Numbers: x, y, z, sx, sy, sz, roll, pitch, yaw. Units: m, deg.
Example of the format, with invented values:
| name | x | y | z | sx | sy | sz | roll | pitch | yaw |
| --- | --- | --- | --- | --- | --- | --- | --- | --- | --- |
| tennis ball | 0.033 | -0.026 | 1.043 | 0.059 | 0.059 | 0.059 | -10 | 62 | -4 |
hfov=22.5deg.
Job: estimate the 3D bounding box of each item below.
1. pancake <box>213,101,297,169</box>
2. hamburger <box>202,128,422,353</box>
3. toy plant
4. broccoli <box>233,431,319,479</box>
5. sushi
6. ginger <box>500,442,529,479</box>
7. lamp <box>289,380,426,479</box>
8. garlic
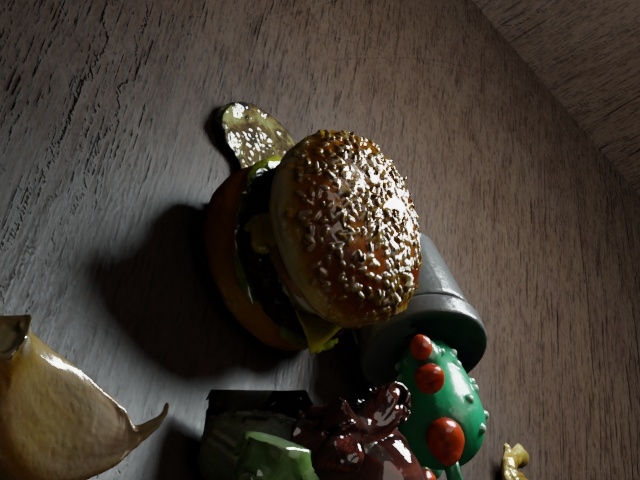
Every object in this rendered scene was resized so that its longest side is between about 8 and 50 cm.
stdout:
| name | x | y | z | sx | sy | sz | roll | pitch | yaw |
| --- | --- | --- | --- | --- | --- | --- | --- | --- | --- |
| pancake | -0.074 | -0.072 | 2.317 | 0.288 | 0.033 | 0.286 | 61 | 29 | 6 |
| hamburger | 0.000 | 0.000 | 2.116 | 0.291 | 0.225 | 0.291 | 23 | 59 | -45 |
| toy plant | 0.146 | 0.179 | 2.243 | 0.185 | 0.279 | 0.400 | 4 | 43 | -23 |
| broccoli | -0.073 | 0.336 | 1.687 | 0.270 | 0.270 | 0.270 | 4 | 97 | -58 |
| sushi | -0.043 | 0.304 | 1.924 | 0.273 | 0.134 | 0.109 | 62 | 38 | -33 |
| ginger | 0.335 | 0.408 | 2.495 | 0.176 | 0.052 | 0.193 | 13 | 44 | -55 |
| lamp | 0.035 | 0.277 | 1.817 | 0.215 | 0.151 | 0.223 | -21 | 93 | -63 |
| garlic | -0.281 | 0.168 | 1.589 | 0.245 | 0.164 | 0.145 | 38 | 16 | -44 |
